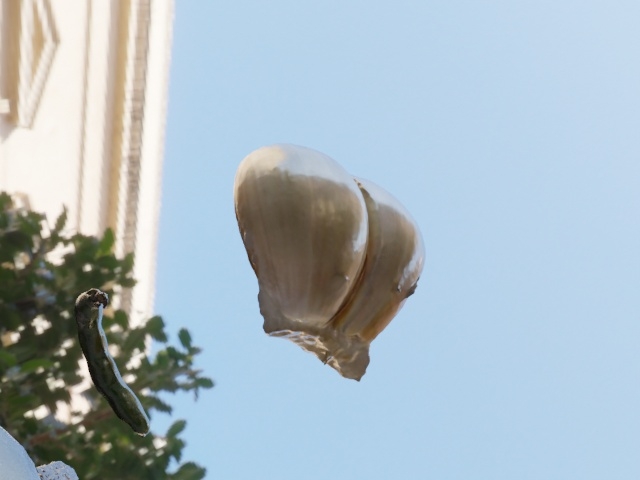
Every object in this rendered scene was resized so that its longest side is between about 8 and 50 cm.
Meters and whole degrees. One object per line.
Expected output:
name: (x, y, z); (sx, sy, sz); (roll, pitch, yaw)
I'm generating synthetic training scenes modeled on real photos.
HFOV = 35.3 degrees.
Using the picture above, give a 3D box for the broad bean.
broad bean: (-0.369, 0.202, 1.735); (0.144, 0.049, 0.292); (20, -51, 48)

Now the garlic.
garlic: (0.000, 0.000, 1.319); (0.286, 0.313, 0.249); (17, -48, -19)

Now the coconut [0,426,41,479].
coconut: (-0.397, 0.342, 0.987); (0.353, 0.352, 0.352); (7, -75, 29)

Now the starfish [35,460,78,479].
starfish: (-0.562, 0.564, 1.975); (0.132, 0.398, 0.384); (-32, -93, 19)
